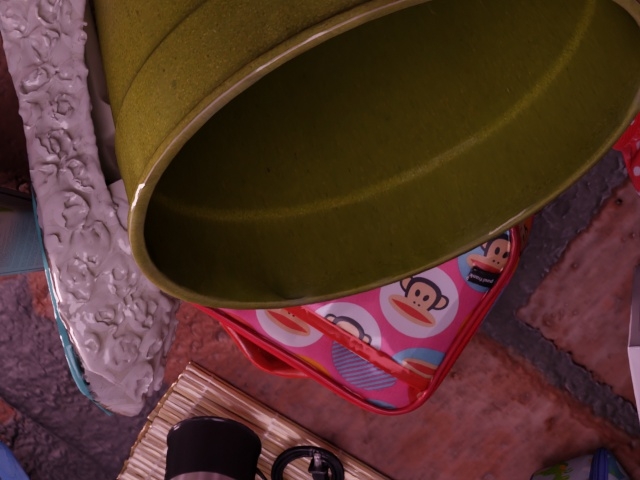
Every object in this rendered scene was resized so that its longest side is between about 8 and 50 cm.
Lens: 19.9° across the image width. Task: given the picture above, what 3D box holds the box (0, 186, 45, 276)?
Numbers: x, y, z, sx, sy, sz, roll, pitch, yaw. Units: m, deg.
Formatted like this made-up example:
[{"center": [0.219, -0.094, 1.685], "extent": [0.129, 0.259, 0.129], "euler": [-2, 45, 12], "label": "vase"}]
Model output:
[{"center": [-0.328, -0.025, 1.430], "extent": [0.232, 0.322, 0.058], "euler": [14, 92, 7], "label": "box"}]

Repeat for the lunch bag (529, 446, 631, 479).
[{"center": [0.244, 0.298, 1.508], "extent": [0.090, 0.176, 0.219], "euler": [-22, 104, 19], "label": "lunch bag"}]

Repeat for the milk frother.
[{"center": [-0.061, 0.233, 1.548], "extent": [0.143, 0.134, 0.129], "euler": [-11, 138, 19], "label": "milk frother"}]

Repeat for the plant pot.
[{"center": [-0.009, -0.196, 1.260], "extent": [0.366, 0.366, 0.353], "euler": [-33, 62, 21], "label": "plant pot"}]

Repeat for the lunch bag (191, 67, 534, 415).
[{"center": [0.000, 0.000, 1.485], "extent": [0.293, 0.120, 0.258], "euler": [31, 117, 2], "label": "lunch bag"}]

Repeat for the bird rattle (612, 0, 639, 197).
[{"center": [0.206, -0.140, 1.407], "extent": [0.207, 0.143, 0.253], "euler": [-8, 122, 27], "label": "bird rattle"}]

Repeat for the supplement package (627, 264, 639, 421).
[{"center": [0.363, 0.153, 1.436], "extent": [0.204, 0.145, 0.262], "euler": [-8, 112, 14], "label": "supplement package"}]

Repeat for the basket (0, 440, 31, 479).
[{"center": [-0.246, 0.346, 1.595], "extent": [0.201, 0.254, 0.289], "euler": [-22, 123, 20], "label": "basket"}]

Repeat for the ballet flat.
[{"center": [-0.161, -0.076, 1.394], "extent": [0.147, 0.147, 0.409], "euler": [-21, 74, 18], "label": "ballet flat"}]

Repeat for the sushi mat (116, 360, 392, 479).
[{"center": [-0.021, 0.243, 1.629], "extent": [0.316, 0.019, 0.151], "euler": [30, 114, -1], "label": "sushi mat"}]
